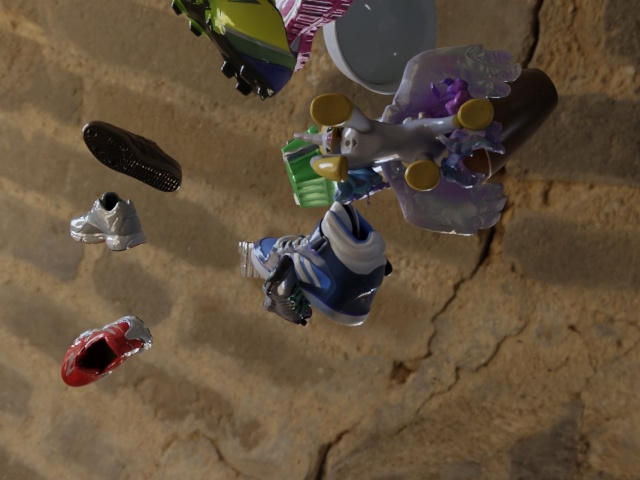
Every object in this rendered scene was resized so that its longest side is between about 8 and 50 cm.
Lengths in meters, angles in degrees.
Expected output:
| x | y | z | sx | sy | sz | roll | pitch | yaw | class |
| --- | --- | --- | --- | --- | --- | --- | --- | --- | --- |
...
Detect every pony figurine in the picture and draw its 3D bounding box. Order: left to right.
| x | y | z | sx | sy | sz | roll | pitch | yaw | class |
| --- | --- | --- | --- | --- | --- | --- | --- | --- | --- |
| 0.136 | -0.148 | 1.061 | 0.351 | 0.363 | 0.303 | 1 | -83 | -2 | pony figurine |

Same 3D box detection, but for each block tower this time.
| x | y | z | sx | sy | sz | roll | pitch | yaw | class |
| --- | --- | --- | --- | --- | --- | --- | --- | --- | --- |
| -0.086 | 0.054 | 1.758 | 0.091 | 0.097 | 0.335 | 5 | 0 | -34 | block tower |

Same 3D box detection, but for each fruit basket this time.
| x | y | z | sx | sy | sz | roll | pitch | yaw | class |
| --- | --- | --- | --- | --- | --- | --- | --- | --- | --- |
| 0.075 | -0.232 | 1.937 | 0.165 | 0.353 | 0.327 | 61 | -5 | 19 | fruit basket |

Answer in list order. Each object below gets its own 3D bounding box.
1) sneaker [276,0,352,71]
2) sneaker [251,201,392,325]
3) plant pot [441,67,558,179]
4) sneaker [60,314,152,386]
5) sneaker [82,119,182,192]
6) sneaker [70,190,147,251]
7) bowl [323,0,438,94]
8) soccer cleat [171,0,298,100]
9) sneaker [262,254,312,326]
| x | y | z | sx | sy | sz | roll | pitch | yaw | class |
| --- | --- | --- | --- | --- | --- | --- | --- | --- | --- |
| -0.036 | -0.414 | 1.258 | 0.252 | 0.103 | 0.111 | -44 | -121 | 36 | sneaker |
| 0.000 | 0.000 | 1.445 | 0.323 | 0.130 | 0.236 | 33 | -57 | 34 | sneaker |
| 0.410 | -0.285 | 1.623 | 0.215 | 0.230 | 0.215 | 58 | -7 | 11 | plant pot |
| -0.468 | 0.236 | 1.479 | 0.279 | 0.118 | 0.107 | -34 | -89 | 34 | sneaker |
| -0.322 | -0.151 | 1.239 | 0.066 | 0.071 | 0.188 | -40 | -57 | 23 | sneaker |
| -0.481 | -0.054 | 1.622 | 0.262 | 0.099 | 0.121 | 8 | -71 | 41 | sneaker |
| 0.108 | -0.467 | 1.574 | 0.134 | 0.298 | 0.298 | 12 | -35 | 52 | bowl |
| -0.119 | -0.322 | 1.003 | 0.093 | 0.121 | 0.289 | 24 | -19 | 36 | soccer cleat |
| -0.050 | 0.099 | 1.361 | 0.098 | 0.083 | 0.224 | 32 | -19 | 7 | sneaker |
